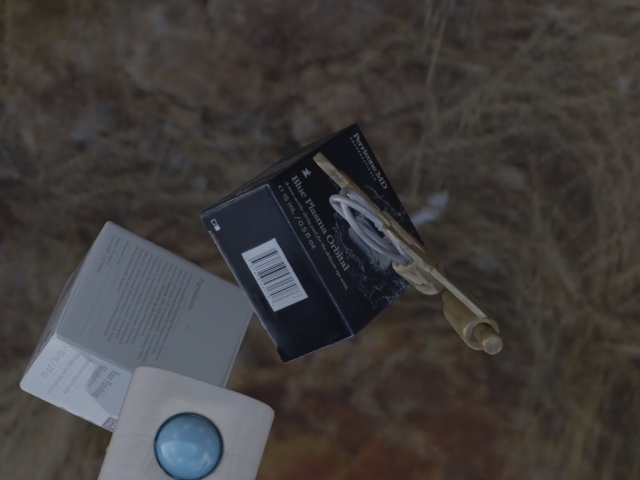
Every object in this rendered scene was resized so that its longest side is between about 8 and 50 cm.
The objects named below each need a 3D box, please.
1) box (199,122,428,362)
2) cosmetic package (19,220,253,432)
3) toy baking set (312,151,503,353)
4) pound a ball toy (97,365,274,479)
[{"bbox_3d":[0.000,0.000,1.562,0.093,0.158,0.156,-24,99,39],"label":"box"},{"bbox_3d":[-0.191,0.107,1.820,0.184,0.151,0.151,27,146,-10],"label":"cosmetic package"},{"bbox_3d":[0.068,0.016,1.372,0.197,0.030,0.256,43,-176,-18],"label":"toy baking set"},{"bbox_3d":[-0.181,0.261,1.421,0.208,0.319,0.136,19,160,-5],"label":"pound a ball toy"}]
